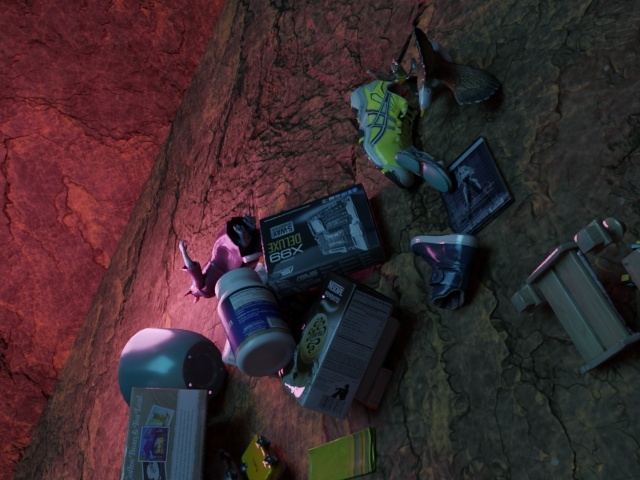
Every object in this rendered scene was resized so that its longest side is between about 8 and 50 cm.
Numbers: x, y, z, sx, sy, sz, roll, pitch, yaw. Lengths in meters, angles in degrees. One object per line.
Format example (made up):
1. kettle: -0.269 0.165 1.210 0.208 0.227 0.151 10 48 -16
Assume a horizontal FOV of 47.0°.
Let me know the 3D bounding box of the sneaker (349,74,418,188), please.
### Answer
1. sneaker: 0.186 -0.304 1.963 0.147 0.145 0.384 -33 51 22

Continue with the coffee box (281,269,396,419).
1. coffee box: 0.038 0.236 1.702 0.297 0.119 0.168 -67 22 0

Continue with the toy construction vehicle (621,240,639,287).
1. toy construction vehicle: 0.569 0.037 1.272 0.098 0.035 0.085 -9 63 54

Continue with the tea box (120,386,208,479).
1. tea box: -0.439 0.632 2.095 0.323 0.220 0.328 103 168 -56

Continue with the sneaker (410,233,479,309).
1. sneaker: 0.263 0.070 1.658 0.226 0.086 0.163 176 104 -67

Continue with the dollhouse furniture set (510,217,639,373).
1. dollhouse furniture set: 0.536 0.128 1.249 0.303 0.174 0.355 64 157 21

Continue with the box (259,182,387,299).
1. box: 0.000 0.000 1.958 0.308 0.076 0.242 -19 46 8

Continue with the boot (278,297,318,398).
1. boot: -0.024 0.258 1.856 0.206 0.090 0.248 -58 20 26

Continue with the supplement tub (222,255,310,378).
1. supplement tub: -0.143 0.215 2.062 0.194 0.194 0.315 -2 69 56

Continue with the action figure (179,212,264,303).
1. action figure: -0.320 0.092 2.460 0.275 0.248 0.370 48 112 27

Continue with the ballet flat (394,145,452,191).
1. ballet flat: 0.265 -0.181 1.792 0.188 0.070 0.070 39 104 35

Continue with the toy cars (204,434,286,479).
1. toy cars: -0.198 0.632 1.985 0.394 0.087 0.176 -34 32 47

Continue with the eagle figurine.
1. eagle figurine: 0.286 -0.415 1.824 0.298 0.226 0.225 -12 96 71

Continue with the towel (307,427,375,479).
1. towel: 0.046 0.520 1.751 0.237 0.021 0.102 -33 44 42

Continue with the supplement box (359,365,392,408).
1. supplement box: 0.123 0.339 1.736 0.062 0.036 0.098 22 88 59

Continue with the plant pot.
1. plant pot: -0.445 0.412 2.312 0.235 0.293 0.292 -10 61 37

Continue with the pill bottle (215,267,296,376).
1. pill bottle: -0.173 0.201 1.865 0.153 0.153 0.264 -51 43 23

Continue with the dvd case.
1. dvd case: 0.351 -0.119 1.710 0.164 0.018 0.221 -46 38 32

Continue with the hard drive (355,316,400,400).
1. hard drive: 0.076 0.245 1.819 0.203 0.040 0.307 -66 23 1
